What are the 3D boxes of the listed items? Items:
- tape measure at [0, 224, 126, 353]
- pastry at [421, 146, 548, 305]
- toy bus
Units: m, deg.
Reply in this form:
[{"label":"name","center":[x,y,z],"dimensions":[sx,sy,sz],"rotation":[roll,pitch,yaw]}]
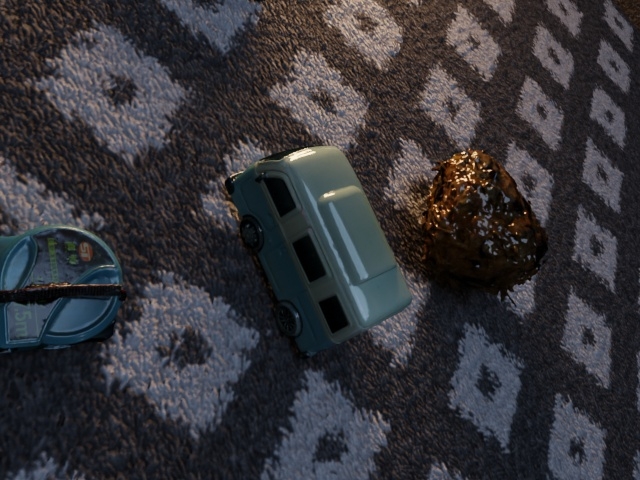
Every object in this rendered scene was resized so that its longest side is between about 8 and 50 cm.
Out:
[{"label":"tape measure","center":[-0.276,0.048,0.592],"dimensions":[0.146,0.081,0.125],"rotation":[0,74,-37]},{"label":"pastry","center":[0.257,-0.023,0.965],"dimensions":[0.275,0.193,0.274],"rotation":[41,27,-27]},{"label":"toy bus","center":[0.000,0.000,0.760],"dimensions":[0.133,0.165,0.271],"rotation":[-21,84,-40]}]
